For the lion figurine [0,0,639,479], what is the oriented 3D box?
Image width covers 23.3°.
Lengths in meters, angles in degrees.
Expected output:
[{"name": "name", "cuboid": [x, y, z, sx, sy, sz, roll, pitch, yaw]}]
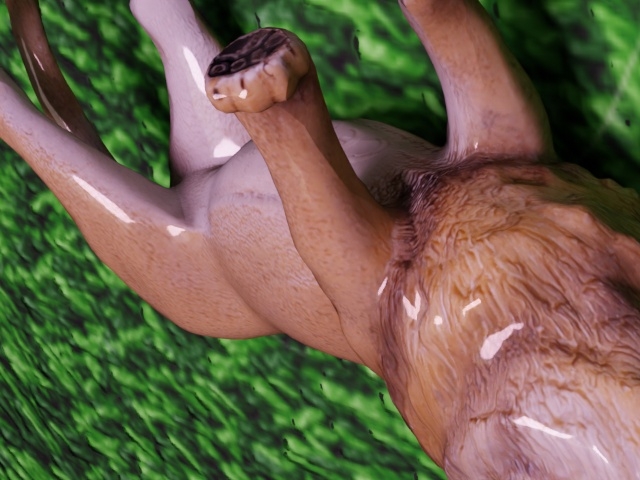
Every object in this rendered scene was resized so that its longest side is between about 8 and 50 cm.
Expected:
[{"name": "lion figurine", "cuboid": [0.000, 0.000, 0.595, 0.392, 0.142, 0.240, 29, 152, 54]}]
